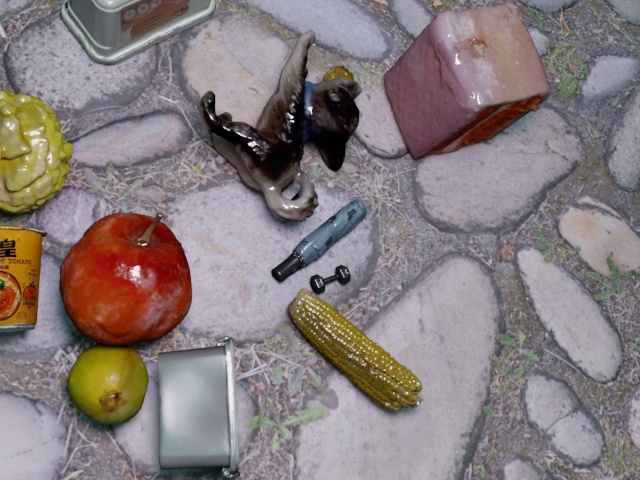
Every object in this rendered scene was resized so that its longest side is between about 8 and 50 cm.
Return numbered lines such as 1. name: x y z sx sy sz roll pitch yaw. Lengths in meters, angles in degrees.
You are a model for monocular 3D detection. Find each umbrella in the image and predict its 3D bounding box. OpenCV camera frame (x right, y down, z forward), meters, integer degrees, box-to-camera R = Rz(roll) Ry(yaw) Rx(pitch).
1. umbrella: 0.001 0.000 1.515 0.250 0.053 0.052 -39 88 -24

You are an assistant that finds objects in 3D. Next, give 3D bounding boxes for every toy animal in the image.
1. toy animal: -0.041 -0.218 1.506 0.344 0.194 0.302 -38 82 -20

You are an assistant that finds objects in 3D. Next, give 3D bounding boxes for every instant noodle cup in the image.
1. instant noodle cup: -0.572 0.071 1.249 0.216 0.216 0.172 -3 83 -18

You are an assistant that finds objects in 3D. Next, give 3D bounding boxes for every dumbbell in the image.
1. dumbbell: 0.020 0.079 1.504 0.083 0.040 0.035 -20 110 -21

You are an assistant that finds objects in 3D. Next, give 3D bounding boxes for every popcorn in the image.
1. popcorn: -0.574 -0.158 1.318 0.259 0.212 0.259 9 64 -18

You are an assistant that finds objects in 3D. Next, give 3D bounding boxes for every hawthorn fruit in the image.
1. hawthorn fruit: -0.326 0.046 1.281 0.242 0.271 0.241 16 44 -17

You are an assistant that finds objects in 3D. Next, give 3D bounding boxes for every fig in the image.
1. fig: -0.369 0.251 1.293 0.136 0.120 0.153 -29 59 -18

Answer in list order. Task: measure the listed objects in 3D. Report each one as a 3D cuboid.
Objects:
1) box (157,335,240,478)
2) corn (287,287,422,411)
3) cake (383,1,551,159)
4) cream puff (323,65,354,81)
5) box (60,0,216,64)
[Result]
1. box: -0.214 0.298 1.305 0.135 0.163 0.243 -3 74 -8
2. corn: 0.066 0.218 1.442 0.320 0.097 0.097 41 66 1
3. cake: 0.304 -0.335 1.583 0.237 0.309 0.230 -13 81 -24
4. cream puff: 0.044 -0.344 1.638 0.083 0.058 0.083 29 65 2
5. box: -0.364 -0.519 1.506 0.312 0.182 0.175 -35 85 -23
